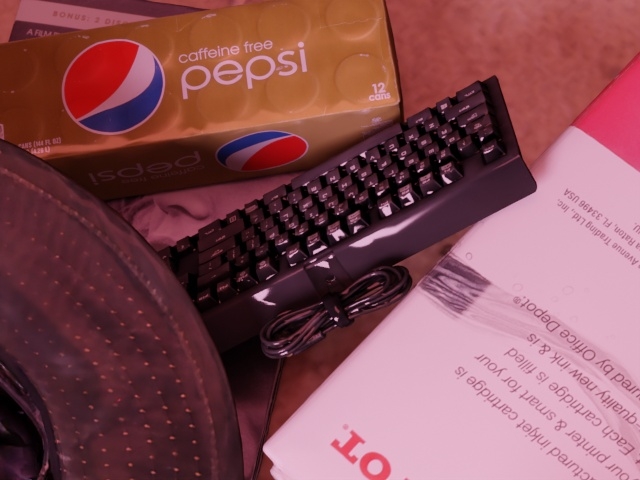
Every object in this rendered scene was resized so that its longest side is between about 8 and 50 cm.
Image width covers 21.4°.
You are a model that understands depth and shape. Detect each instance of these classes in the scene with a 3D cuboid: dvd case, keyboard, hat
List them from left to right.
[{"bbox_3d":[-0.198,0.095,0.680,0.331,0.134,0.331,0,88,-5],"label":"hat"},{"bbox_3d":[-0.085,-0.008,0.774,0.165,0.018,0.221,10,71,10],"label":"dvd case"},{"bbox_3d":[0.000,0.000,0.689,0.180,0.023,0.108,-28,36,14],"label":"keyboard"}]

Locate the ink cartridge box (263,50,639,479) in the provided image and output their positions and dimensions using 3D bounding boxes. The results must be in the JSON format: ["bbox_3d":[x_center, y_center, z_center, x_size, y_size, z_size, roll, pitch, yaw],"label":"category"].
[{"bbox_3d":[0.121,0.067,0.679,0.172,0.100,0.237,40,78,19],"label":"ink cartridge box"}]

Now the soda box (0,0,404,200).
[{"bbox_3d":[-0.056,-0.062,0.749,0.181,0.058,0.061,-9,69,2],"label":"soda box"}]
